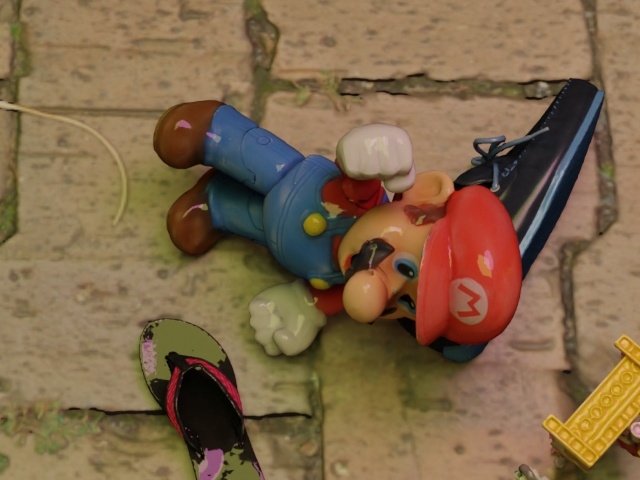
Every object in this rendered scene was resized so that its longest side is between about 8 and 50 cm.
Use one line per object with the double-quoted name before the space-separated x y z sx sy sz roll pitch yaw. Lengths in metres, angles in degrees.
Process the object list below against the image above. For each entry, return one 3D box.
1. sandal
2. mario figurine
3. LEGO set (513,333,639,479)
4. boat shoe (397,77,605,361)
"sandal" -0.088 0.133 1.328 0.067 0.040 0.179 -22 67 -9
"mario figurine" 0.000 0.000 1.276 0.320 0.198 0.170 20 79 34
"LEGO set" 0.270 0.131 1.285 0.287 0.107 0.132 -24 73 -6
"boat shoe" 0.141 -0.032 1.368 0.089 0.109 0.258 26 66 16
